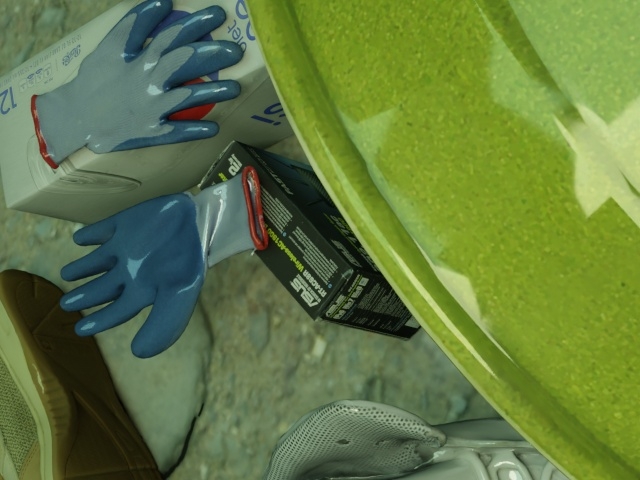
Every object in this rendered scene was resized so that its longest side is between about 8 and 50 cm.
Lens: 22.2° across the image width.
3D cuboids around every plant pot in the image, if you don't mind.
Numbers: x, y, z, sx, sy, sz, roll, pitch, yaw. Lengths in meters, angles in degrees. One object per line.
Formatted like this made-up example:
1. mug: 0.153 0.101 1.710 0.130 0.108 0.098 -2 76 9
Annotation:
1. plant pot: 0.223 -0.124 0.530 0.353 0.366 0.366 -42 59 33

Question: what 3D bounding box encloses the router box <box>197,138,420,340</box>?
1. router box: 0.000 0.000 0.925 0.122 0.092 0.038 47 109 33

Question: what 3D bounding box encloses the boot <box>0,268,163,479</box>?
1. boot: -0.208 0.176 1.042 0.203 0.095 0.262 -42 57 22

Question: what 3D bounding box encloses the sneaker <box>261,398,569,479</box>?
1. sneaker: 0.116 0.135 0.736 0.366 0.210 0.137 -17 71 33

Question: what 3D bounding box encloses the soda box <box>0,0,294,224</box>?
1. soda box: -0.069 -0.104 0.995 0.286 0.098 0.091 -25 67 30

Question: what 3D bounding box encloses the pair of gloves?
1. pair of gloves: -0.098 -0.035 0.933 0.159 0.023 0.198 -23 72 33
